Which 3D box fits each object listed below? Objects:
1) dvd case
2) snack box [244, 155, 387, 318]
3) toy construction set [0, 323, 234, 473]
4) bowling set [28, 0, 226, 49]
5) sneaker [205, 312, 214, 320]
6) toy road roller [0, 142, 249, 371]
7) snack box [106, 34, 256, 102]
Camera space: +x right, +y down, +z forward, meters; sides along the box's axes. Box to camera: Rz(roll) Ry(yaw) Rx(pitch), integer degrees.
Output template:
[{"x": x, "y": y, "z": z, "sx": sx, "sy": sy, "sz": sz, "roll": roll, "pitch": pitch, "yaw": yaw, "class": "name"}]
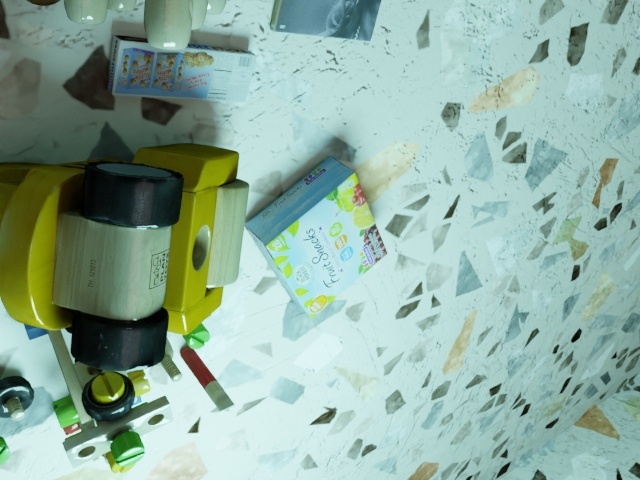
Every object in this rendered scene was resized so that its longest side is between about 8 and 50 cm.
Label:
[{"x": 0.030, "y": -0.365, "z": 0.853, "sx": 0.164, "sy": 0.018, "sz": 0.221, "roll": -8, "pitch": 125, "yaw": -38, "class": "dvd case"}, {"x": 0.000, "y": 0.000, "z": 1.071, "sx": 0.174, "sy": 0.070, "sz": 0.207, "roll": -39, "pitch": 138, "yaw": -12, "class": "snack box"}, {"x": -0.243, "y": 0.215, "z": 0.892, "sx": 0.309, "sy": 0.237, "sz": 0.257, "roll": 1, "pitch": 120, "yaw": -42, "class": "toy construction set"}, {"x": -0.186, "y": -0.279, "z": 0.614, "sx": 0.200, "sy": 0.287, "sz": 0.154, "roll": 5, "pitch": 115, "yaw": -6, "class": "bowling set"}, {"x": -0.193, "y": 0.060, "z": 0.954, "sx": 0.054, "sy": 0.061, "sz": 0.152, "roll": -44, "pitch": 138, "yaw": -3, "class": "sneaker"}, {"x": -0.240, "y": -0.011, "z": 0.775, "sx": 0.329, "sy": 0.240, "sz": 0.202, "roll": -37, "pitch": 137, "yaw": -73, "class": "toy road roller"}, {"x": -0.161, "y": -0.200, "z": 0.808, "sx": 0.178, "sy": 0.022, "sz": 0.064, "roll": -6, "pitch": 125, "yaw": -39, "class": "snack box"}]
